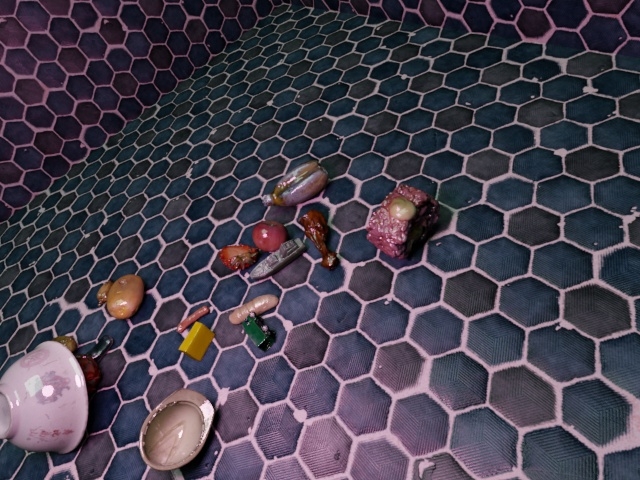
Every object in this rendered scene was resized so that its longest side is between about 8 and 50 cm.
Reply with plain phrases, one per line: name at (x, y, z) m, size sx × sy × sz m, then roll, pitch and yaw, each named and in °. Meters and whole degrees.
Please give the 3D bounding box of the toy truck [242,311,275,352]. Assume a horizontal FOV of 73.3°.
toy truck at (-0.230, 0.335, 1.605) m, size 0.079 × 0.065 × 0.147 m, roll -45°, pitch 49°, yaw -7°

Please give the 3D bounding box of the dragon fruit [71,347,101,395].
dragon fruit at (-0.982, 0.553, 1.738) m, size 0.182 × 0.182 × 0.188 m, roll 22°, pitch 97°, yaw 38°

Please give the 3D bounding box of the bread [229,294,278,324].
bread at (-0.268, 0.264, 1.691) m, size 0.215 × 0.053 × 0.073 m, roll -26°, pitch 43°, yaw 6°

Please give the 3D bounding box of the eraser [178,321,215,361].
eraser at (-0.474, 0.390, 1.662) m, size 0.045 × 0.097 × 0.122 m, roll 6°, pitch 57°, yaw 33°

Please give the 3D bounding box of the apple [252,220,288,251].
apple at (-0.212, -0.015, 1.829) m, size 0.154 × 0.119 × 0.153 m, roll 8°, pitch 17°, yaw -3°

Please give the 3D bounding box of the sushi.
sushi at (0.297, -0.065, 1.553) m, size 0.171 × 0.236 × 0.270 m, roll 35°, pitch 70°, yaw 33°

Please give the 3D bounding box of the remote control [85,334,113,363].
remote control at (-0.991, 0.508, 1.865) m, size 0.072 × 0.042 × 0.222 m, roll 25°, pitch 68°, yaw 36°

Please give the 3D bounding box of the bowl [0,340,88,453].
bowl at (-1.074, 0.602, 1.583) m, size 0.436 × 0.196 × 0.433 m, roll 0°, pitch 90°, yaw 30°

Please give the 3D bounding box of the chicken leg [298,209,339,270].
chicken leg at (0.000, 0.000, 1.755) m, size 0.113 × 0.093 × 0.304 m, roll -37°, pitch 52°, yaw 20°

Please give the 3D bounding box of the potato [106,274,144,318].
potato at (-0.884, 0.255, 1.952) m, size 0.151 × 0.146 × 0.233 m, roll 14°, pitch 32°, yaw -17°

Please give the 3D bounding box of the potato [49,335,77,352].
potato at (-1.195, 0.498, 1.945) m, size 0.226 × 0.090 × 0.117 m, roll -21°, pitch 53°, yaw 19°

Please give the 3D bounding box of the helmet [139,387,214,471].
helmet at (-0.482, 0.642, 1.440) m, size 0.204 × 0.137 × 0.257 m, roll 35°, pitch 51°, yaw 4°

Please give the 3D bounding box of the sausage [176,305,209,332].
sausage at (-0.531, 0.325, 1.784) m, size 0.158 × 0.036 × 0.042 m, roll -37°, pitch 12°, yaw -6°

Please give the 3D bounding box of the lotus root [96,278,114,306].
lotus root at (-1.033, 0.256, 2.077) m, size 0.072 × 0.063 × 0.151 m, roll 9°, pitch 47°, yaw 0°

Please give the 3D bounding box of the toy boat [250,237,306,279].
toy boat at (-0.181, 0.077, 1.774) m, size 0.261 × 0.085 × 0.078 m, roll -34°, pitch 47°, yaw -2°

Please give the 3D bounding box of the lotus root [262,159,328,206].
lotus root at (-0.113, -0.240, 1.968) m, size 0.323 × 0.140 × 0.158 m, roll -32°, pitch 71°, yaw 8°

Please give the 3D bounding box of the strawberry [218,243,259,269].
strawberry at (-0.351, 0.071, 1.882) m, size 0.168 × 0.086 × 0.208 m, roll -20°, pitch 18°, yaw -15°
